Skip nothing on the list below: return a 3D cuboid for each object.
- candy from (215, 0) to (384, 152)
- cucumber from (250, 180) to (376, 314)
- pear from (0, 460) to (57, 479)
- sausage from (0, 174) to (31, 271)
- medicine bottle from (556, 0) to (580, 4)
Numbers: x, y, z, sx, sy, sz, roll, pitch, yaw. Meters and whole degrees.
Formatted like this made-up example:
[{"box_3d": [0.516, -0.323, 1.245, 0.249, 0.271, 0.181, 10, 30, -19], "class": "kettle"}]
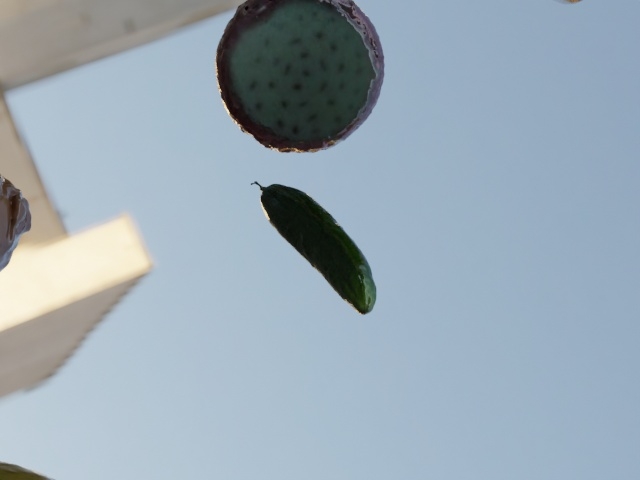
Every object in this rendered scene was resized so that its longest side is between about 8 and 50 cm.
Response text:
[{"box_3d": [-0.013, -0.103, 1.072, 0.043, 0.103, 0.103, -118, -171, -81], "class": "candy"}, {"box_3d": [0.000, 0.000, 1.311, 0.168, 0.039, 0.039, 47, -32, 42], "class": "cucumber"}, {"box_3d": [-0.143, 0.247, 0.729, 0.314, 0.314, 0.314, 44, -34, 41], "class": "pear"}, {"box_3d": [-0.279, 0.049, 0.994, 0.289, 0.086, 0.086, -38, -110, 18], "class": "sausage"}, {"box_3d": [0.048, -0.175, 0.789, 0.094, 0.188, 0.119, -35, -140, 54], "class": "medicine bottle"}]
